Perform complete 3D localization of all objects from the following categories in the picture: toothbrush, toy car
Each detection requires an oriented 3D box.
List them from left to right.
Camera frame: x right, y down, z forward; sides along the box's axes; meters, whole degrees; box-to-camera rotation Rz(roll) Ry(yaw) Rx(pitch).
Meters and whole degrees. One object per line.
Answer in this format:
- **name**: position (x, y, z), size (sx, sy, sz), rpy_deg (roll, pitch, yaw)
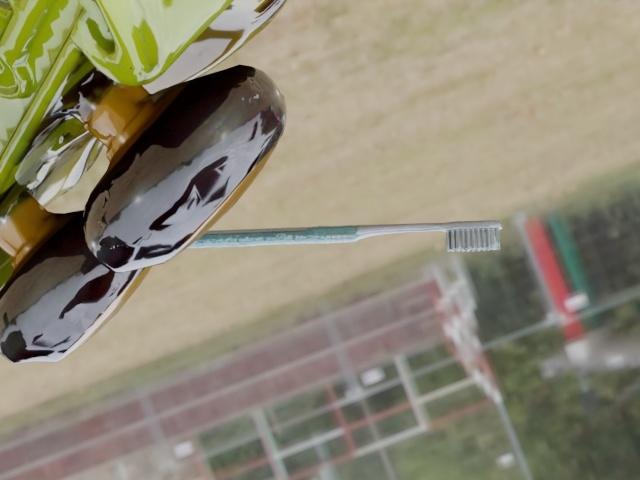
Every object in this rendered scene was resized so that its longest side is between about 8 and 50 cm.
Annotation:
- **toy car**: position (-0.089, -0.087, 0.448), size (0.142, 0.200, 0.248), rpy_deg (-50, -172, -31)
- **toothbrush**: position (0.000, 0.000, 0.784), size (0.167, 0.014, 0.011), rpy_deg (-2, 170, 3)
